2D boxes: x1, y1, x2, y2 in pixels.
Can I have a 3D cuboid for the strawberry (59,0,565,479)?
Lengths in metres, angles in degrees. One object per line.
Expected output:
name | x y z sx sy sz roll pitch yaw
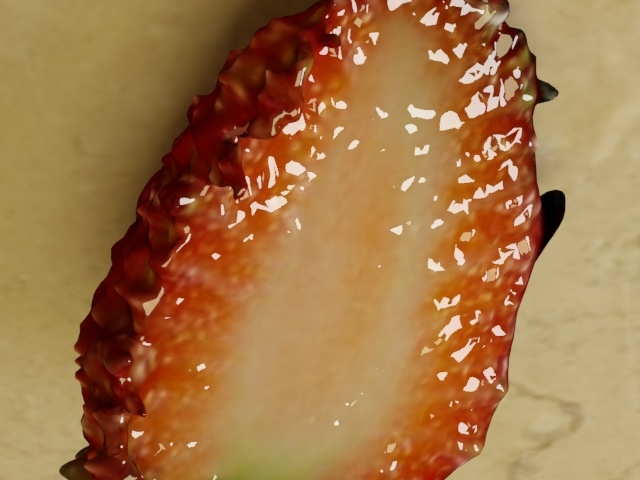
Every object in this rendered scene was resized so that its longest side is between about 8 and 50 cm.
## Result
strawberry | 0.000 0.000 0.768 0.233 0.138 0.306 7 113 -37
